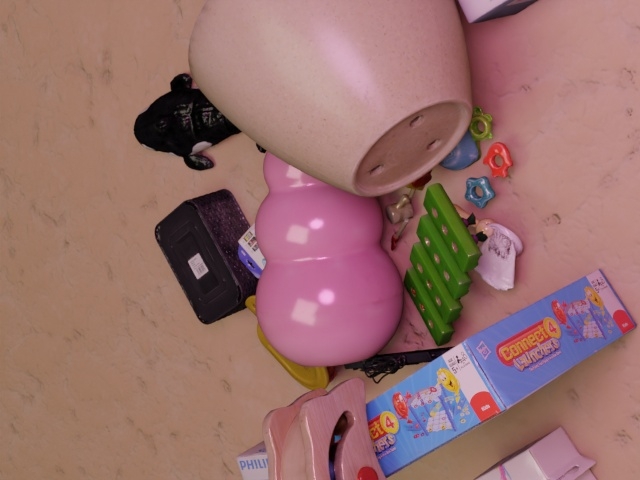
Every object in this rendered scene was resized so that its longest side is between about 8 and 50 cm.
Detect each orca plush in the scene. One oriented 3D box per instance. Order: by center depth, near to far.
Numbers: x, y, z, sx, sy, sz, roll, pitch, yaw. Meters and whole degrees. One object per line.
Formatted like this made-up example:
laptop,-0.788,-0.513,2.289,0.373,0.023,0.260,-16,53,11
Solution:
orca plush,-0.200,-0.166,1.763,0.287,0.102,0.151,18,116,36

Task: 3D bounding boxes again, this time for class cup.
cup,0.044,-0.193,1.360,0.237,0.331,0.331,57,133,24

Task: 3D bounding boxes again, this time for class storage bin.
storage bin,-0.165,0.025,1.812,0.122,0.084,0.180,-35,80,42

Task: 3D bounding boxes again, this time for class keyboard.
keyboard,0.104,0.174,1.597,0.192,0.100,0.038,-16,82,53

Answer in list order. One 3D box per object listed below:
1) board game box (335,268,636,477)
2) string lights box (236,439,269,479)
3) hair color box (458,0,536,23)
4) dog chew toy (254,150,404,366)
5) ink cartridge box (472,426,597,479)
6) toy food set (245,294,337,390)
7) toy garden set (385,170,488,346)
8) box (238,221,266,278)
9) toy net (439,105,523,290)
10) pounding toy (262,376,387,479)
board game box,0.183,0.175,1.407,0.302,0.308,0.086,-40,76,41
string lights box,-0.029,0.447,1.842,0.133,0.076,0.260,-14,95,42
hair color box,0.186,-0.461,1.319,0.185,0.113,0.375,-26,87,43
dog chew toy,0.000,0.000,1.586,0.206,0.206,0.332,-6,95,42
ink cartridge box,0.283,0.315,1.515,0.143,0.092,0.090,-42,75,40
toy food set,-0.018,0.153,1.740,0.218,0.071,0.128,48,152,11
toy garden set,0.147,-0.006,1.514,0.244,0.049,0.204,97,149,-59
box,-0.061,-0.007,1.718,0.136,0.028,0.081,-48,71,20
toy net,0.217,-0.053,1.482,0.122,0.045,0.232,-21,92,41
pounding toy,0.050,0.282,1.261,0.154,0.154,0.270,-24,68,44
